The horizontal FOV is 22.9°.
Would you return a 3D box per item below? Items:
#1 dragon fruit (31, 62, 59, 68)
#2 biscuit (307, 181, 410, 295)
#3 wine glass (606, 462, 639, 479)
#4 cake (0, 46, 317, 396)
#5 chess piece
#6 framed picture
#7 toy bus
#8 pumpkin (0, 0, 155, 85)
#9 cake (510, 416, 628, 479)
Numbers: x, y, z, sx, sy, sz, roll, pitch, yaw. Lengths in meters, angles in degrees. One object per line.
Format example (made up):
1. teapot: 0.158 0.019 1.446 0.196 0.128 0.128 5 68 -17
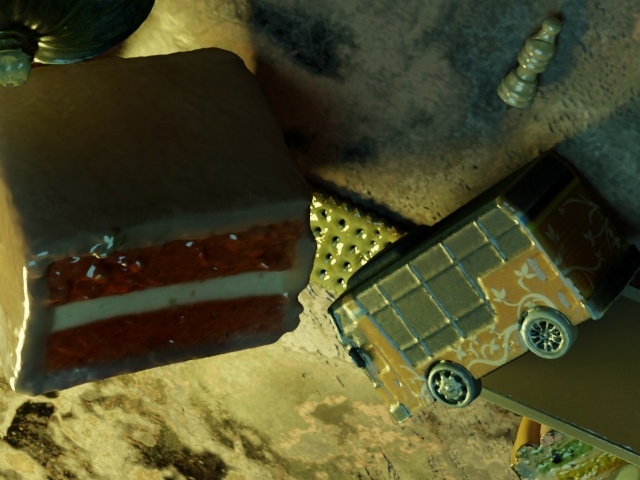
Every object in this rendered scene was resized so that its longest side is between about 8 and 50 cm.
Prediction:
1. dragon fruit: -0.410 -0.145 1.609 0.302 0.240 0.330 -37 115 26
2. biscuit: 0.000 -0.001 1.679 0.203 0.016 0.144 27 138 5
3. wine glass: 0.393 0.300 1.651 0.202 0.093 0.093 22 143 -27
4. cake: -0.174 -0.021 1.514 0.230 0.308 0.237 61 151 33
5. chess piece: 0.190 -0.162 1.408 0.035 0.035 0.092 27 134 3
6. framed picture: 0.261 0.113 1.585 0.252 0.014 0.197 23 124 23
7. toy bus: 0.150 0.050 1.526 0.275 0.138 0.167 -36 93 40
8. pumpkin: -0.291 -0.285 1.354 0.293 0.263 0.197 -14 145 2
9. cake: 0.314 0.194 1.675 0.225 0.090 0.109 -31 110 24
